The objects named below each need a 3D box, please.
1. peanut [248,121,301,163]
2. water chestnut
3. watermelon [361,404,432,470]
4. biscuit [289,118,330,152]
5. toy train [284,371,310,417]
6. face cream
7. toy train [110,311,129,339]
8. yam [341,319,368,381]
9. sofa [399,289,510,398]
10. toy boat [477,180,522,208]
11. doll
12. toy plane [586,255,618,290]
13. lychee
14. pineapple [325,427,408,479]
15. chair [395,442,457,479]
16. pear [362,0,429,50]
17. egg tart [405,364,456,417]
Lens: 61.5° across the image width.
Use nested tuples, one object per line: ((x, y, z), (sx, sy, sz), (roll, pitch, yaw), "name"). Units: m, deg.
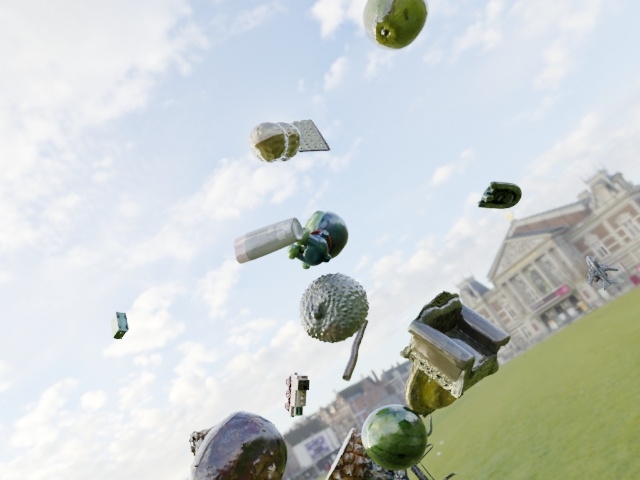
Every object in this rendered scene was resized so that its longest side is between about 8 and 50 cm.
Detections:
((-0.129, -0.285, 1.554), (0.136, 0.120, 0.298), (-32, 5, 13), "peanut")
((-0.188, 0.474, 1.131), (0.224, 0.238, 0.223), (15, -90, -73), "water chestnut")
((0.231, 0.584, 1.598), (0.215, 0.187, 0.188), (7, -33, -14), "watermelon")
((-0.058, -0.387, 1.984), (0.144, 0.203, 0.016), (-8, -42, -25), "biscuit")
((-0.072, 0.482, 1.671), (0.050, 0.137, 0.087), (8, -10, -29), "toy train")
((-0.193, -0.002, 1.926), (0.270, 0.107, 0.073), (-20, -26, 26), "face cream")
((-0.660, 0.279, 1.769), (0.038, 0.093, 0.056), (20, -63, -39), "toy train")
((0.165, 0.497, 2.479), (0.045, 0.326, 0.045), (-5, -47, 31), "yam")
((0.367, 0.258, 1.411), (0.259, 0.200, 0.181), (-10, -53, -46), "sofa")
((0.598, -0.147, 1.786), (0.210, 0.052, 0.104), (2, -57, -40), "toy boat")
((0.000, -0.001, 2.084), (0.198, 0.186, 0.322), (-58, -3, 35), "doll")
((0.627, 0.071, 1.214), (0.079, 0.083, 0.031), (-26, -28, -11), "toy plane")
((0.052, 0.242, 1.926), (0.255, 0.255, 0.274), (-40, -21, 21), "lychee")
((0.176, 0.831, 1.891), (0.262, 0.272, 0.262), (-59, -10, -18), "pineapple")
((0.380, 0.894, 2.028), (0.221, 0.140, 0.145), (-41, -30, -2), "chair")
((0.240, -0.724, 1.738), (0.212, 0.213, 0.269), (-56, 10, 48), "pear")
((0.405, 0.469, 1.820), (0.295, 0.116, 0.294), (-19, -63, -44), "egg tart")
